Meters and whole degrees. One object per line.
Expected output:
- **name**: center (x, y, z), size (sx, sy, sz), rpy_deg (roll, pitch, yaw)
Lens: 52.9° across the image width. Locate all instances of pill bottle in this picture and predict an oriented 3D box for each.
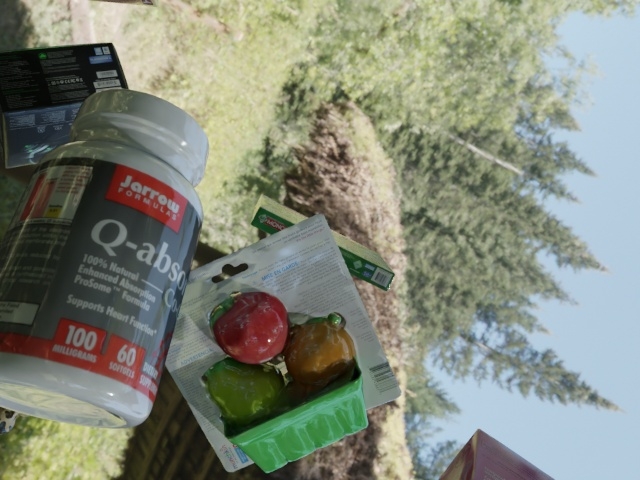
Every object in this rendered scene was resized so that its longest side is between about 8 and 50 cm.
- **pill bottle**: center (-0.257, 0.016, 0.754), size (0.210, 0.210, 0.363), rpy_deg (-41, -146, 56)

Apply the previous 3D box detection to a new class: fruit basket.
- **fruit basket**: center (-0.077, 0.173, 1.037), size (0.326, 0.353, 0.165), rpy_deg (-25, -167, -1)

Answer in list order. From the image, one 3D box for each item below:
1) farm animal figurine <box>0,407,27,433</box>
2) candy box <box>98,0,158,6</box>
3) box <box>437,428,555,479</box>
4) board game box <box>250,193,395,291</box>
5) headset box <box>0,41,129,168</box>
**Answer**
- **farm animal figurine**: center (-0.688, 0.296, 1.419), size (0.326, 0.172, 0.330), rpy_deg (-30, 143, -14)
- **candy box**: center (-0.351, -0.448, 0.920), size (0.316, 0.182, 0.088), rpy_deg (121, -27, -86)
- **box**: center (0.162, 0.378, 0.730), size (0.214, 0.117, 0.243), rpy_deg (-60, 173, 20)
- **board game box**: center (0.000, 0.000, 1.417), size (0.046, 0.317, 0.213), rpy_deg (-62, -171, 8)
- **headset box**: center (-0.556, -0.275, 1.359), size (0.283, 0.246, 0.131), rpy_deg (-38, -110, 61)
